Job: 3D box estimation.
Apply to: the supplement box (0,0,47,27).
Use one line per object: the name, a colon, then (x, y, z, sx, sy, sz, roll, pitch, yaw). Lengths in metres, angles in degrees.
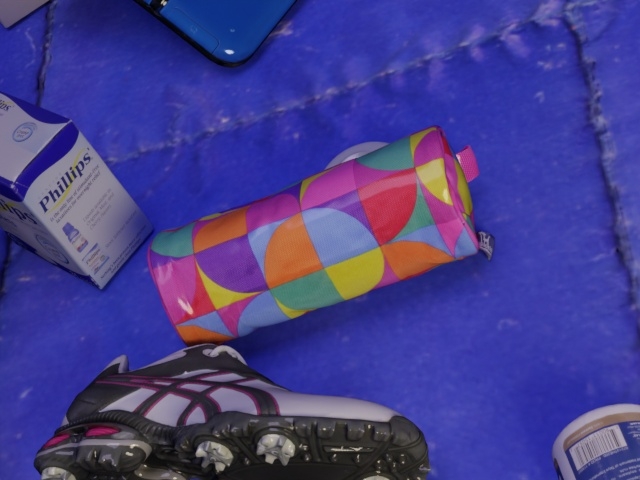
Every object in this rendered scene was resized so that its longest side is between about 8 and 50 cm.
supplement box: (-0.334, -0.339, 1.381, 0.130, 0.073, 0.239, -34, 44, -3)

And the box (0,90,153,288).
box: (-0.223, -0.043, 1.025, 0.126, 0.137, 0.072, 23, 65, 39)

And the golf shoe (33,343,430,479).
golf shoe: (-0.057, 0.114, 0.832, 0.273, 0.105, 0.120, -5, 44, 24)

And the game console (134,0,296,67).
game console: (-0.111, -0.313, 1.224, 0.293, 0.250, 0.173, -54, 5, -20)

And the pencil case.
pencil case: (0.000, 0.000, 0.897, 0.236, 0.104, 0.104, -19, 46, 11)

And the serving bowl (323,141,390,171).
serving bowl: (0.032, -0.045, 0.967, 0.083, 0.027, 0.083, -16, 47, 17)

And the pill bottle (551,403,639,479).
pill bottle: (0.174, 0.154, 0.695, 0.067, 0.067, 0.120, -24, 46, 9)
